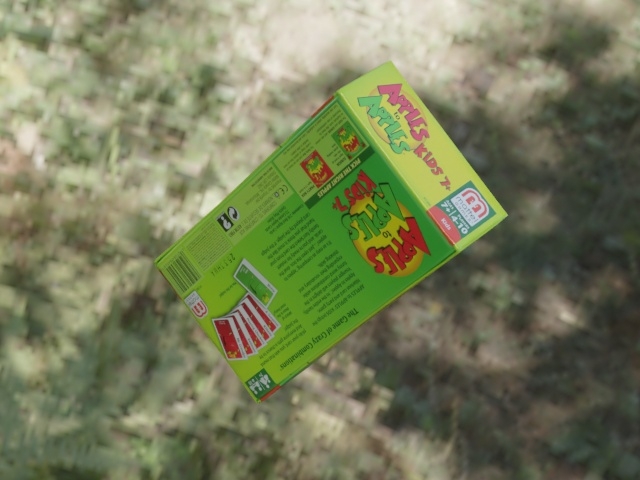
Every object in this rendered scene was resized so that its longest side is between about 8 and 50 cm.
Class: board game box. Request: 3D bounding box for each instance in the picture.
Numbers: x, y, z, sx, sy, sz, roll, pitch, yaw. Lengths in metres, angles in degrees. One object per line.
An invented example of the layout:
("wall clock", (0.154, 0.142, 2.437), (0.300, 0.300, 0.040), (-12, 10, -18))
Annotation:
("board game box", (0.000, 0.000, 0.926), (0.092, 0.181, 0.043), (53, 47, 3))
